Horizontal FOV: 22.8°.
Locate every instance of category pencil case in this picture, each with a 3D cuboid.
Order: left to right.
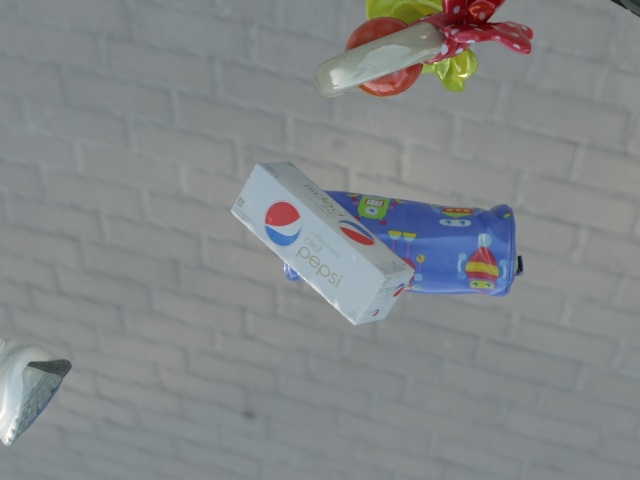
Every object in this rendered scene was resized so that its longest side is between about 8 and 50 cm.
[{"bbox_3d":[0.106,0.000,2.011,0.306,0.133,0.119,4,132,7],"label":"pencil case"}]

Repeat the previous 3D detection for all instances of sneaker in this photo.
[{"bbox_3d":[-0.369,0.154,1.779,0.129,0.111,0.297,42,158,-11],"label":"sneaker"}]

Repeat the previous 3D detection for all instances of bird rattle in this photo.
[{"bbox_3d":[0.097,-0.186,1.582,0.253,0.207,0.143,-142,29,-75],"label":"bird rattle"}]

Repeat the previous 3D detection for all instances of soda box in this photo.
[{"bbox_3d":[0.000,0.000,1.823,0.216,0.069,0.074,42,116,24],"label":"soda box"}]

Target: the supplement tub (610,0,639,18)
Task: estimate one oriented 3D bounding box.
[{"bbox_3d":[0.201,-0.303,1.161,0.338,0.207,0.207,33,146,9],"label":"supplement tub"}]
